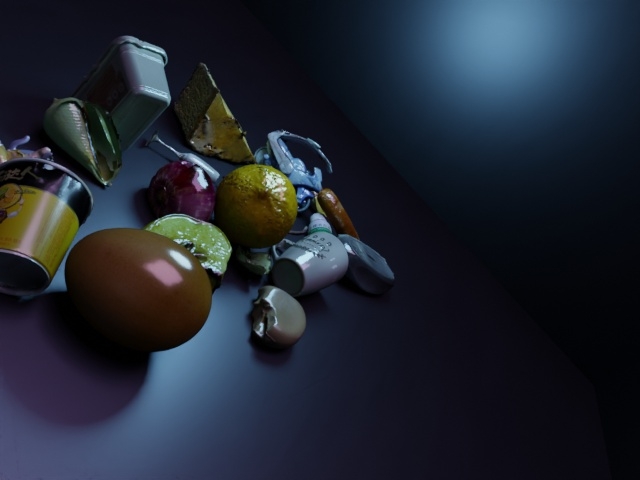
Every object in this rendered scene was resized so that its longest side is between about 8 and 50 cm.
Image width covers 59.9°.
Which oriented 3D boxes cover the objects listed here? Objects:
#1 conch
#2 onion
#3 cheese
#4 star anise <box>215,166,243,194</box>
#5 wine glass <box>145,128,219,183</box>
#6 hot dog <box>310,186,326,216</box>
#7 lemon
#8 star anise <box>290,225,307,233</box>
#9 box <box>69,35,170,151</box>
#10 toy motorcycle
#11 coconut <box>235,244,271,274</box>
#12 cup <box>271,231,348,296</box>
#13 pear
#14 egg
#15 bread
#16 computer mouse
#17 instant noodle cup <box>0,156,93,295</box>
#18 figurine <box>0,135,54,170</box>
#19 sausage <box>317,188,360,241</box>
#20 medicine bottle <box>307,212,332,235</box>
[{"bbox_3d":[-0.627,-0.285,1.505,0.250,0.137,0.143,38,57,-7],"label":"conch"},{"bbox_3d":[-0.395,-0.137,1.622,0.200,0.200,0.207,26,39,-36],"label":"onion"},{"bbox_3d":[-0.124,0.231,1.610,0.175,0.091,0.202,39,27,-13],"label":"cheese"},{"bbox_3d":[-0.232,-0.161,1.900,0.272,0.102,0.272,13,53,-18],"label":"star anise"},{"bbox_3d":[-0.448,-0.268,1.844,0.262,0.074,0.074,34,29,-27],"label":"wine glass"},{"bbox_3d":[-0.042,-0.218,2.341,0.261,0.093,0.123,47,27,-1],"label":"hot dog"},{"bbox_3d":[-0.201,-0.098,1.711,0.258,0.310,0.258,3,67,-7],"label":"lemon"},{"bbox_3d":[-0.151,-0.064,2.058,0.148,0.218,0.227,29,-31,34],"label":"star anise"},{"bbox_3d":[-0.566,-0.407,1.605,0.175,0.312,0.182,6,55,-52],"label":"box"},{"bbox_3d":[-0.103,-0.290,2.196,0.319,0.241,0.182,50,20,3],"label":"toy motorcycle"},{"bbox_3d":[-0.210,0.065,1.737,0.133,0.055,0.158,25,13,10],"label":"coconut"},{"bbox_3d":[-0.074,0.072,1.845,0.258,0.186,0.234,26,27,25],"label":"cup"},{"bbox_3d":[-0.366,0.036,1.454,0.238,0.164,0.255,29,25,-13],"label":"pear"},{"bbox_3d":[-0.392,0.102,1.210,0.322,0.250,0.250,34,29,-13],"label":"egg"},{"bbox_3d":[-0.347,-0.464,2.051,0.315,0.279,0.248,1,43,-40],"label":"bread"},{"bbox_3d":[0.160,0.099,2.185,0.374,0.114,0.203,32,26,-44],"label":"computer mouse"},{"bbox_3d":[-0.605,-0.019,1.149,0.215,0.215,0.236,29,40,-31],"label":"instant noodle cup"},{"bbox_3d":[-0.689,-0.167,1.255,0.208,0.128,0.184,12,16,23],"label":"figurine"},{"bbox_3d":[0.078,-0.074,2.221,0.302,0.076,0.103,60,-10,-31],"label":"sausage"},{"bbox_3d":[0.000,0.000,2.106,0.095,0.095,0.260,32,29,-28],"label":"medicine bottle"}]
